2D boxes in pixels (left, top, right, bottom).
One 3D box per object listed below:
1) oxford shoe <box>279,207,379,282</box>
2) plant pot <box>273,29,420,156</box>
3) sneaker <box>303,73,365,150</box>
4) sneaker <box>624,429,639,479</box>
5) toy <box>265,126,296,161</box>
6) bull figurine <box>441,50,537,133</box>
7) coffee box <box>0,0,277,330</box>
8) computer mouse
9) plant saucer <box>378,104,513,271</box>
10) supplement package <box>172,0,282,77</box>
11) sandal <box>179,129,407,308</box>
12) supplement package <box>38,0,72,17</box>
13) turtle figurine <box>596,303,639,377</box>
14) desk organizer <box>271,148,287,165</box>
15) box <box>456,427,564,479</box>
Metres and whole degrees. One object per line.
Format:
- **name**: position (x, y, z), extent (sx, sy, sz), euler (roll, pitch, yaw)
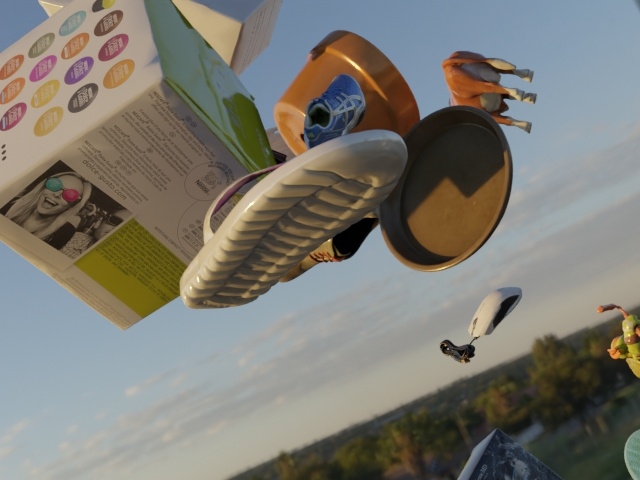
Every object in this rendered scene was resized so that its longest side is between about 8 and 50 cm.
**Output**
- **oxford shoe**: position (0.000, 0.000, 2.043), extent (0.123, 0.130, 0.348), euler (16, -45, -34)
- **plant pot**: position (0.040, -0.269, 2.104), extent (0.203, 0.291, 0.291), euler (-42, -5, -19)
- **sneaker**: position (0.022, -0.222, 1.695), extent (0.080, 0.211, 0.081), euler (-6, -45, 23)
- **sneaker**: position (0.659, 0.408, 1.593), extent (0.208, 0.319, 0.127), euler (24, -88, -51)
- **toy**: position (-0.071, -0.165, 2.436), extent (0.137, 0.237, 0.056), euler (-17, 0, -6)
- **bull figurine**: position (0.331, -0.291, 1.981), extent (0.189, 0.101, 0.310), euler (13, -5, 19)
- **coffee box**: position (-0.286, -0.139, 1.481), extent (0.334, 0.337, 0.338), euler (-32, -46, 11)
- **computer mouse**: position (0.313, 0.153, 1.919), extent (0.193, 0.042, 0.106), euler (-48, 15, -7)
- **plant saucer**: position (0.204, -0.081, 1.599), extent (0.041, 0.277, 0.278), euler (18, -39, -39)
- **supplement package**: position (-0.213, -0.469, 2.103), extent (0.293, 0.178, 0.175), euler (-59, -7, -54)
- **sandal**: position (-0.064, -0.036, 1.197), extent (0.169, 0.102, 0.416), euler (1, -29, -40)
- **supplement package**: position (-0.363, -0.420, 1.650), extent (0.179, 0.105, 0.105), euler (-62, -27, -23)
- **turtle figurine**: position (0.534, 0.190, 1.541), extent (0.087, 0.217, 0.269), euler (-60, -40, -10)
- **desk organizer**: position (-0.099, -0.082, 1.604), extent (0.050, 0.047, 0.130), euler (-102, 34, -71)
- **box**: position (0.319, 0.442, 1.716), extent (0.156, 0.158, 0.093), euler (-48, -6, -44)
